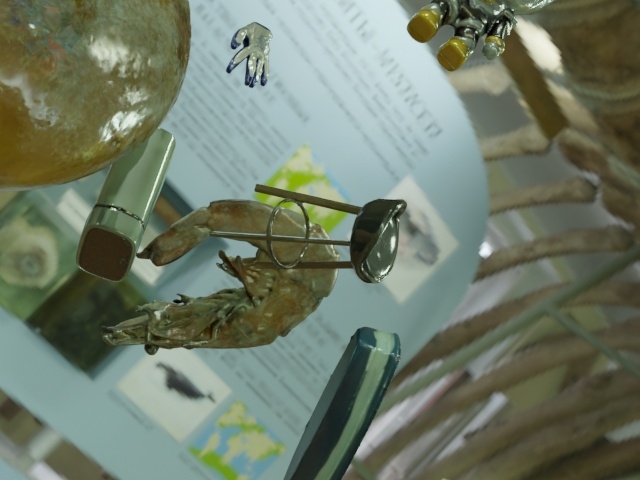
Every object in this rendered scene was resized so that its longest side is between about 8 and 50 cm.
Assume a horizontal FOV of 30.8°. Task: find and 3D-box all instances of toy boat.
[{"bbox_3d":[0.018,0.246,1.501,0.062,0.299,0.096,22,20,-8],"label":"toy boat"}]

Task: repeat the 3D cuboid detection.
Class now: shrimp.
[{"bbox_3d":[-0.151,0.061,1.627,0.085,0.360,0.247,-99,167,-57],"label":"shrimp"}]

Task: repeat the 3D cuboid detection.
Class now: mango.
[{"bbox_3d":[-0.194,-0.145,0.853,0.193,0.146,0.316,64,31,-12],"label":"mango"}]

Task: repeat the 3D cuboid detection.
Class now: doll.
[{"bbox_3d":[0.209,-0.321,1.404,0.145,0.316,0.103,30,-36,16],"label":"doll"}]

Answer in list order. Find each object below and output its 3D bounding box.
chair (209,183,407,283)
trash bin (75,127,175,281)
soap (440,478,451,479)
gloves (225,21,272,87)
[{"bbox_3d":[0.000,-0.001,1.285,0.221,0.104,0.095,2,-50,35],"label":"chair"},{"bbox_3d":[-0.199,-0.039,1.186,0.059,0.130,0.116,22,-29,-9],"label":"trash bin"},{"bbox_3d":[0.191,0.469,1.413,0.199,0.315,0.091,17,-2,5],"label":"soap"},{"bbox_3d":[-0.087,-0.226,1.413,0.064,0.086,0.026,21,-22,-40],"label":"gloves"}]
